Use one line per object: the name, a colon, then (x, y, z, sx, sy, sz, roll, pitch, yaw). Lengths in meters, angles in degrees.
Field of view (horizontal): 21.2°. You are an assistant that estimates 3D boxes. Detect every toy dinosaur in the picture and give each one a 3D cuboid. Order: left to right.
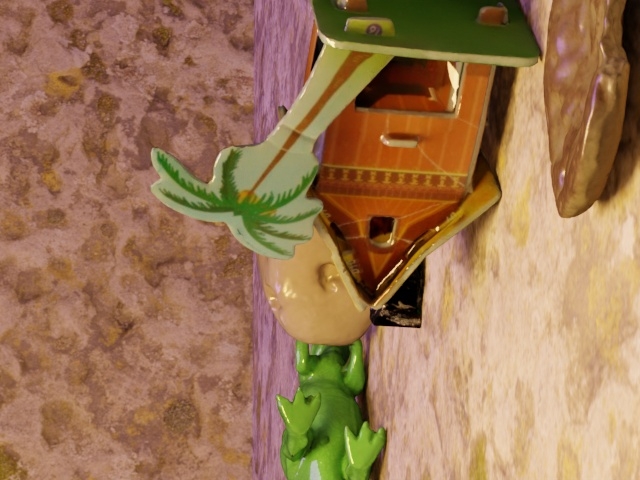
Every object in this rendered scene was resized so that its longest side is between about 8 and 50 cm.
toy dinosaur: (-0.011, 0.332, 2.294, 0.374, 0.144, 0.500, 176, 102, -87)

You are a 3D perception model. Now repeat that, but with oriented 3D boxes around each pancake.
pancake: (0.202, -0.135, 1.280, 0.222, 0.042, 0.236, 97, 176, -56)

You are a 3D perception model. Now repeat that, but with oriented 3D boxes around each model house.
model house: (-0.001, -0.124, 1.660, 0.300, 0.340, 0.323, -103, 19, -57)

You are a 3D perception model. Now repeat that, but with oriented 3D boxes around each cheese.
cheese: (-0.002, 0.000, 2.259, 0.248, 0.174, 0.251, -122, 31, -74)

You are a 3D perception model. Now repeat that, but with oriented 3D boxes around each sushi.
sushi: (0.086, 0.050, 1.986, 0.084, 0.056, 0.083, -119, 33, -74)
